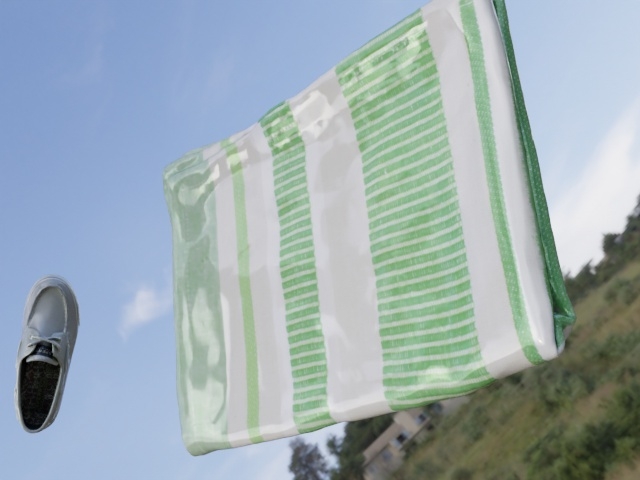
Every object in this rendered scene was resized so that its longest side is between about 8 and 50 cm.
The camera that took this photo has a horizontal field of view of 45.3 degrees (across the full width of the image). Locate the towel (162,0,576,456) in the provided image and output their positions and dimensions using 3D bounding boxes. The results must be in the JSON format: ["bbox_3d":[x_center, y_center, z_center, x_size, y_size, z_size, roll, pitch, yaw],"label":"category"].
[{"bbox_3d":[0.000,0.000,0.521,0.325,0.247,0.038,-23,-24,39],"label":"towel"}]

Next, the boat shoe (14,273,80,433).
[{"bbox_3d":[-0.389,0.163,1.093,0.079,0.081,0.227,7,-90,-17],"label":"boat shoe"}]
